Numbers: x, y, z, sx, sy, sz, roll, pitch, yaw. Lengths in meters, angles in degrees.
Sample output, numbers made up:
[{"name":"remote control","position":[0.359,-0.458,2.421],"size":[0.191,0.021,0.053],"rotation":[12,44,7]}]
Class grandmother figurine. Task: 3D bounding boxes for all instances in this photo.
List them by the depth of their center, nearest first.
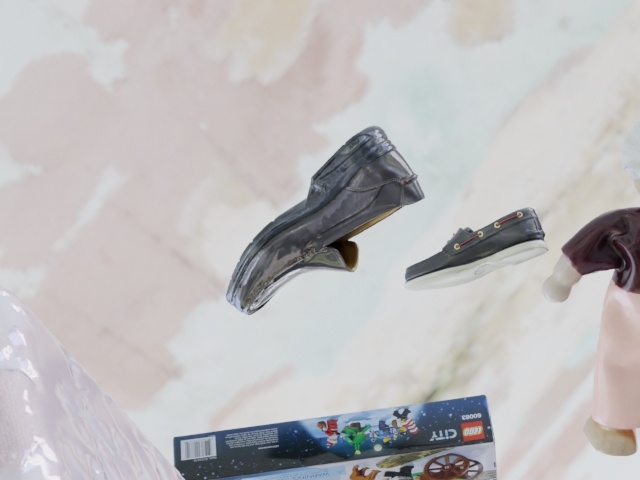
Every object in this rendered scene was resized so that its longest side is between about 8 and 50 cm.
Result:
[{"name":"grandmother figurine","position":[0.317,0.037,1.724],"size":[0.207,0.104,0.342],"rotation":[1,-69,-9]}]

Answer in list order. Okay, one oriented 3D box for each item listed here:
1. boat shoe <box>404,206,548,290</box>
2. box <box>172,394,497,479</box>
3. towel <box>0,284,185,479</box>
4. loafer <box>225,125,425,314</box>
[{"name":"boat shoe","position":[0.130,0.010,1.545],"size":[0.133,0.042,0.049],"rotation":[-22,-18,24]},{"name":"box","position":[0.017,0.192,1.354],"size":[0.233,0.044,0.159],"rotation":[-8,-40,2]},{"name":"towel","position":[-0.079,0.222,0.923],"size":[0.053,0.332,0.317],"rotation":[-30,-47,5]},{"name":"loafer","position":[0.000,0.000,1.219],"size":[0.170,0.061,0.062],"rotation":[-47,-10,30]}]
